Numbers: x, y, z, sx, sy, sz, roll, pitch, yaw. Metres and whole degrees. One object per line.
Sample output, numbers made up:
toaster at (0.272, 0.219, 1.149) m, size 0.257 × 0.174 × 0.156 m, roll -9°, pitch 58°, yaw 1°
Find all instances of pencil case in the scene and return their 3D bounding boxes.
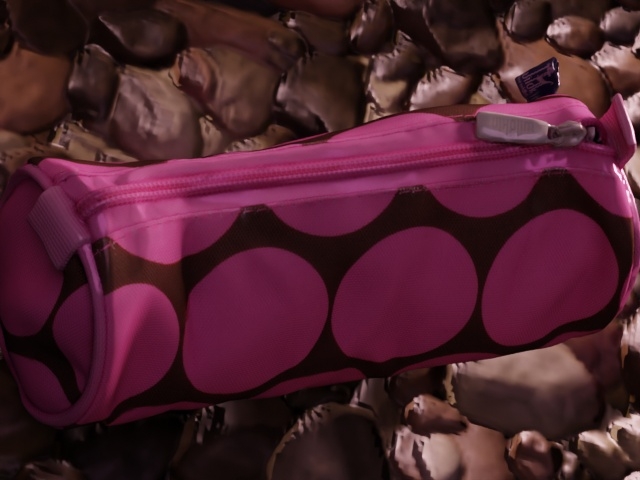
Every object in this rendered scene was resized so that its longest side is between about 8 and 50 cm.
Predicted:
pencil case at (0.000, 0.000, 0.587) m, size 0.209 × 0.098 × 0.095 m, roll -11°, pitch 69°, yaw -23°
